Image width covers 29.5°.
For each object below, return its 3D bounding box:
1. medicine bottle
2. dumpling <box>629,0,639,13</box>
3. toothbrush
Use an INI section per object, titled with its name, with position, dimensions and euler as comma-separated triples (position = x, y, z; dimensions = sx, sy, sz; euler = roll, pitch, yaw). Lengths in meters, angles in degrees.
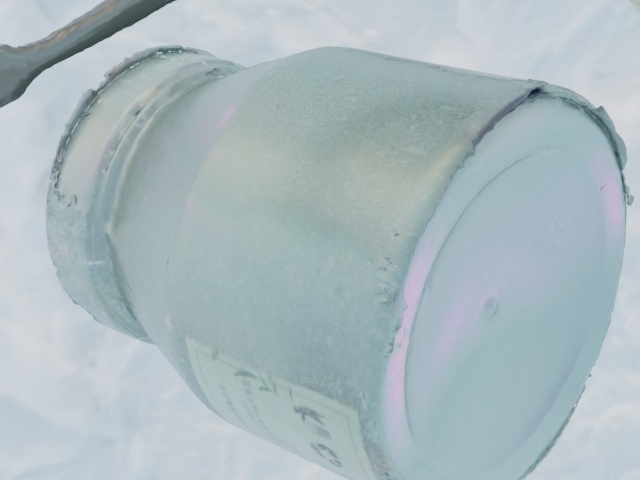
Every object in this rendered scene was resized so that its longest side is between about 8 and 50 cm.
[medicine bottle]
position = 0.000, 0.000, 0.728
dimensions = 0.290, 0.245, 0.245
euler = 20, 106, 37
[dumpling]
position = 0.326, -0.330, 1.211
dimensions = 0.243, 0.318, 0.187
euler = 31, 96, 16
[toothbrush]
position = -0.058, -0.139, 0.600
dimensions = 0.030, 0.297, 0.030
euler = 39, 151, 33
